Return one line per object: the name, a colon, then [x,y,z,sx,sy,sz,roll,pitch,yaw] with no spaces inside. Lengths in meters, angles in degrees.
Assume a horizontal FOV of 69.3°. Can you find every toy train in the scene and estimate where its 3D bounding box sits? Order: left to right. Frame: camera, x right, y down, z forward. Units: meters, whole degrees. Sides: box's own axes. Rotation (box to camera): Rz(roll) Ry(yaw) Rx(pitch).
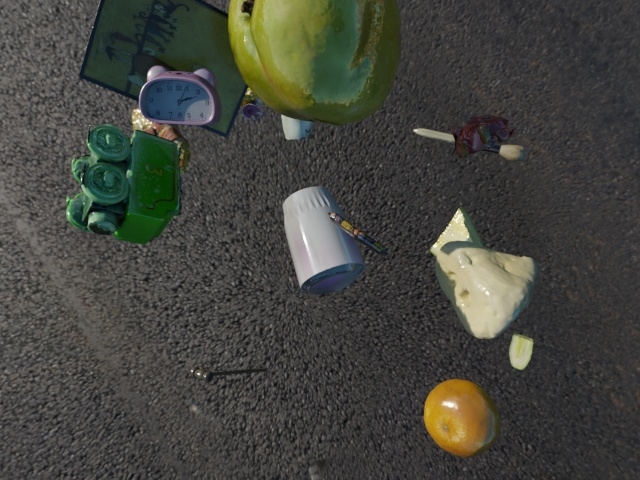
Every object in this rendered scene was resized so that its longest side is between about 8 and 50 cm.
toy train: [-0.374,-0.110,0.898,0.188,0.132,0.243,15,51,-34]

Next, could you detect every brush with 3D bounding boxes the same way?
brush: [0.396,-0.265,1.240,0.299,0.039,0.042,19,116,16]

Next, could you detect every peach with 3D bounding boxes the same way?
peach: [-0.009,-0.355,0.817,0.315,0.281,0.314,-5,96,-45]

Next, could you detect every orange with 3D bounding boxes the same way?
orange: [0.292,0.360,0.953,0.134,0.155,0.154,-16,83,-46]

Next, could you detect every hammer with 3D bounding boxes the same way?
hammer: [-0.235,0.361,1.273,0.058,0.292,0.029,10,84,30]

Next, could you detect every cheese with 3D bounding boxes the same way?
cheese: [0.394,0.121,1.134,0.251,0.248,0.173,25,126,7]

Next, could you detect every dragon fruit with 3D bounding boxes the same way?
dragon fruit: [0.305,-0.206,0.882,0.112,0.126,0.068,-23,98,7]

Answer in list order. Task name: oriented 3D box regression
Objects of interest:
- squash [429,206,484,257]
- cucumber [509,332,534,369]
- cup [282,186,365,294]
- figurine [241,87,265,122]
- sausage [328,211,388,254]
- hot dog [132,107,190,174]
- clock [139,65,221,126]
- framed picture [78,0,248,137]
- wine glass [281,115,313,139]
squash: [0.482,0.040,1.404,0.252,0.093,0.169,42,115,29]
cucumber: [0.623,0.346,1.440,0.067,0.035,0.107,16,106,30]
cup: [0.000,0.000,1.762,0.253,0.253,0.371,-17,69,-5]
figurine: [-0.227,-0.463,1.461,0.095,0.115,0.156,-18,50,23]
sausage: [0.092,-0.019,1.168,0.198,0.025,0.028,38,94,26]
hot dog: [-0.429,-0.265,1.276,0.123,0.093,0.261,-29,67,-3]
clock: [-0.272,-0.279,0.896,0.153,0.050,0.110,2,107,-4]
framed picture: [-0.315,-0.405,1.015,0.339,0.014,0.255,19,109,-25]
wine glass: [-0.098,-0.570,1.874,0.143,0.143,0.321,-2,112,-4]
